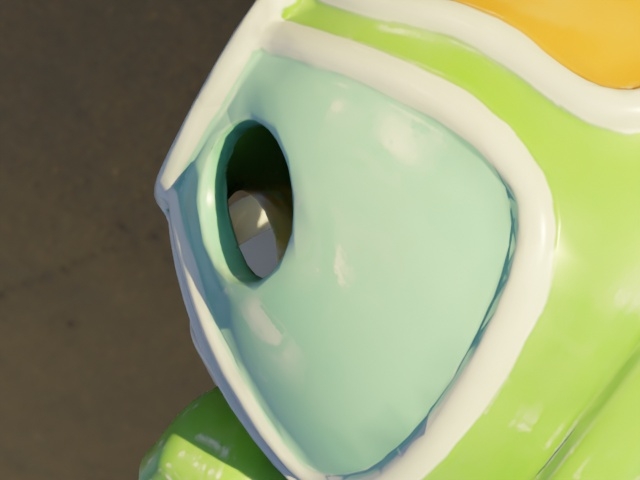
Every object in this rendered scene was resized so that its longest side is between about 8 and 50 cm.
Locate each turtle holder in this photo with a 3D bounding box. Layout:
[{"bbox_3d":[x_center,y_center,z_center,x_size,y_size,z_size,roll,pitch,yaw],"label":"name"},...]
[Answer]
[{"bbox_3d":[0.060,0.007,0.700,0.227,0.243,0.320,34,154,2],"label":"turtle holder"}]

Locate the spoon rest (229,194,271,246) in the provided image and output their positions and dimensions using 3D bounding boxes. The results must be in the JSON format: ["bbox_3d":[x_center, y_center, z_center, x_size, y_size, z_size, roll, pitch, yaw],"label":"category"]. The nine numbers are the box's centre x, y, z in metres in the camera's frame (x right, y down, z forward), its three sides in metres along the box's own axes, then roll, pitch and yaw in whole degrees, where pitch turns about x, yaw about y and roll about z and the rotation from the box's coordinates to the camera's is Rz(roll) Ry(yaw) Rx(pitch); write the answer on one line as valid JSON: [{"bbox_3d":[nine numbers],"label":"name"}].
[{"bbox_3d":[0.000,0.000,1.113,0.084,0.137,0.276,32,-158,12],"label":"spoon rest"}]

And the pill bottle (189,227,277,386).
[{"bbox_3d":[0.027,0.110,0.933,0.136,0.136,0.245,15,144,41],"label":"pill bottle"}]
